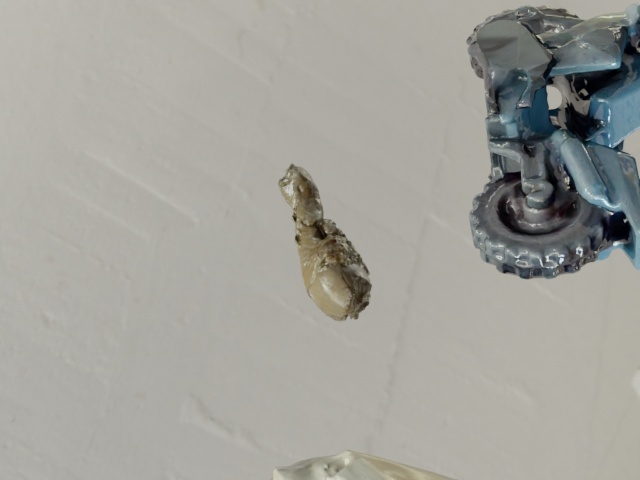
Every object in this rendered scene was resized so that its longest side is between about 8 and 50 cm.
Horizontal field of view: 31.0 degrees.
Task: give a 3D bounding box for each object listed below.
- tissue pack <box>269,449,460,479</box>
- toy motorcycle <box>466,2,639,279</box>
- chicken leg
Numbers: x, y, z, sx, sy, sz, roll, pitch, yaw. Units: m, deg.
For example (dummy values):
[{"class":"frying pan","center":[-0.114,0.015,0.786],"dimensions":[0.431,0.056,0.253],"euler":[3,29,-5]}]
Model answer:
[{"class":"tissue pack","center":[0.175,0.332,1.082],"dimensions":[0.375,0.195,0.390],"euler":[29,178,42]},{"class":"toy motorcycle","center":[0.261,-0.123,1.133],"dimensions":[0.232,0.172,0.416],"euler":[-4,-140,11]},{"class":"chicken leg","center":[-0.002,0.002,1.244],"dimensions":[0.085,0.069,0.198],"euler":[20,-139,-55]}]
